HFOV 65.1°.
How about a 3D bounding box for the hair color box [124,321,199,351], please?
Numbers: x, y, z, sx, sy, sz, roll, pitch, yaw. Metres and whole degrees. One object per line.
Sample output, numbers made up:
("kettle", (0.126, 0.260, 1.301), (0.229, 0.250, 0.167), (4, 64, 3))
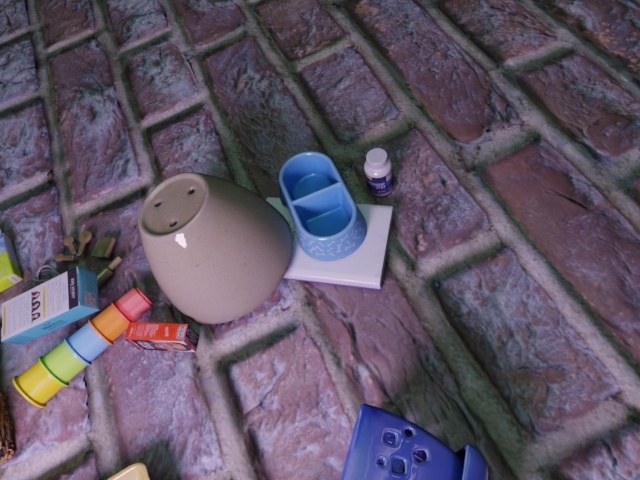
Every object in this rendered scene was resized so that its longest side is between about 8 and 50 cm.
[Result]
("hair color box", (-0.353, 0.216, 1.118), (0.141, 0.072, 0.043), (-1, 59, 12))

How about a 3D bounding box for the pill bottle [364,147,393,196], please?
("pill bottle", (0.141, -0.166, 1.219), (0.067, 0.120, 0.066), (-5, 58, 9))

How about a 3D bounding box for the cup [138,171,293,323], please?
("cup", (-0.259, -0.013, 1.107), (0.332, 0.237, 0.330), (-12, 55, 18))

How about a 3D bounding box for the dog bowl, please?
("dog bowl", (-0.003, -0.093, 1.183), (0.166, 0.074, 0.297), (-23, 58, -2))

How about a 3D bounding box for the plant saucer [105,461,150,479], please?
("plant saucer", (-0.389, 0.629, 0.873), (0.333, 0.081, 0.332), (-31, 58, -8))

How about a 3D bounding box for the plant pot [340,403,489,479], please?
("plant pot", (0.139, 0.423, 0.807), (0.212, 0.235, 0.235), (13, 62, 12))

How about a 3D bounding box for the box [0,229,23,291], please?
("box", (-0.871, 0.060, 1.333), (0.109, 0.042, 0.178), (-31, 58, -9))

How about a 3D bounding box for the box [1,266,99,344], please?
("box", (-0.635, 0.155, 1.175), (0.245, 0.060, 0.100), (-23, 64, 16))

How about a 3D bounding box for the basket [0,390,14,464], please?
("basket", (-0.835, 0.403, 1.015), (0.299, 0.223, 0.213), (-29, 58, -6))

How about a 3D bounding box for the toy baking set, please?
("toy baking set", (-0.631, 0.082, 1.283), (0.197, 0.030, 0.256), (26, 68, 27))

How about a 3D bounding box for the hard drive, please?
("hard drive", (0.000, 0.000, 1.195), (0.319, 0.040, 0.210), (5, 61, 15))

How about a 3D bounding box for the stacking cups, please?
("stacking cups", (-0.530, 0.225, 1.137), (0.096, 0.096, 0.316), (36, 71, 27))
